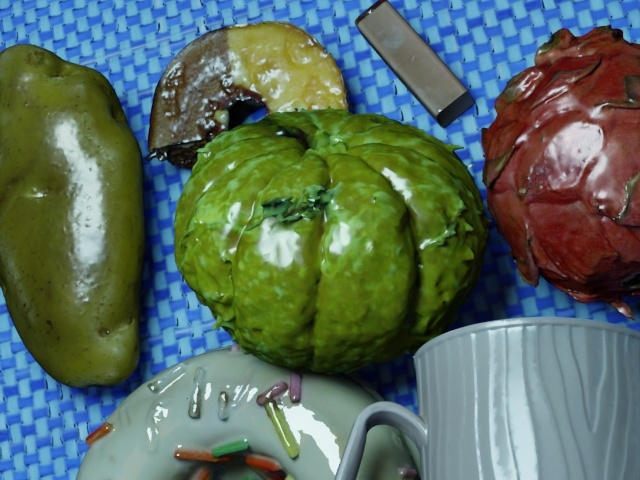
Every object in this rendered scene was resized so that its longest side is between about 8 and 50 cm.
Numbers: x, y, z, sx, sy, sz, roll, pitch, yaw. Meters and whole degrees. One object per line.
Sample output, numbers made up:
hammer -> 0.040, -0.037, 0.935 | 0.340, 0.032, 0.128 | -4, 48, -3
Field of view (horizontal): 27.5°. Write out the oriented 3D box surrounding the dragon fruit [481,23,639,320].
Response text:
dragon fruit -> 0.256, -0.069, 1.186 | 0.241, 0.241, 0.252 | -38, 54, 3

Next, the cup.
cup -> 0.165, 0.209, 1.091 | 0.208, 0.288, 0.273 | -32, 48, 50

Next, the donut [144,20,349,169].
donut -> -0.069, -0.150, 1.381 | 0.217, 0.085, 0.141 | -7, 73, 14

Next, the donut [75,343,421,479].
donut -> -0.076, 0.277, 1.233 | 0.383, 0.142, 0.382 | -4, 74, 16

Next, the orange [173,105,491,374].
orange -> 0.000, 0.000, 1.220 | 0.301, 0.300, 0.223 | 36, 129, 49

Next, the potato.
potato -> -0.265, -0.025, 1.362 | 0.196, 0.176, 0.369 | -13, 80, 8

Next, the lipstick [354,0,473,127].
lipstick -> 0.096, -0.186, 1.363 | 0.045, 0.045, 0.145 | -39, 67, 1
